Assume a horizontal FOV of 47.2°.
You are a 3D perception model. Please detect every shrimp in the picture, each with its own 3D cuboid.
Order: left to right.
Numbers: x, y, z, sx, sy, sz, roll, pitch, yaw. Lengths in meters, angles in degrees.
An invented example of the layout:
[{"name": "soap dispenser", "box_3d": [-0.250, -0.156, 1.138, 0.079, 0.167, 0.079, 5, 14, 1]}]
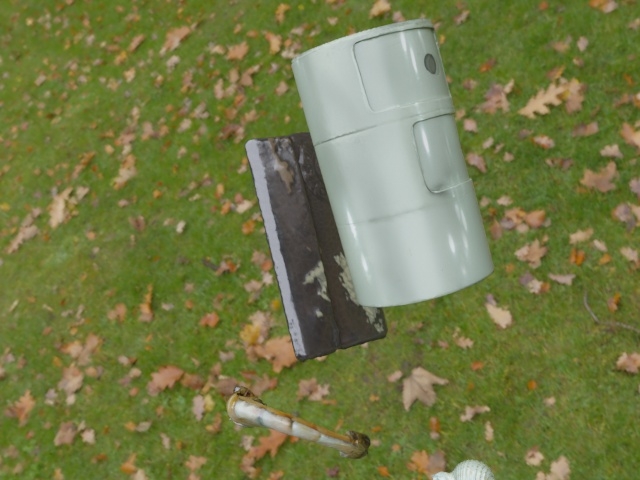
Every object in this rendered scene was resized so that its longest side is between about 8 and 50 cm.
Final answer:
[{"name": "shrimp", "box_3d": [-0.025, 0.180, 0.726, 0.195, 0.148, 0.035, 152, 135, -76]}]

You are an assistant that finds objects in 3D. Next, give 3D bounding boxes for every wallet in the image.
[{"name": "wallet", "box_3d": [0.000, 0.000, 1.051, 0.044, 0.170, 0.321, -21, 83, 50]}]

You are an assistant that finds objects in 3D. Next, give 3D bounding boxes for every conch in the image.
[{"name": "conch", "box_3d": [0.310, 0.543, 1.576, 0.153, 0.102, 0.135, -38, 3, 38]}]

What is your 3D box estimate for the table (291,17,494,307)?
[{"name": "table", "box_3d": [0.063, -0.065, 0.634, 0.126, 0.220, 0.126, -15, 5, 1]}]
